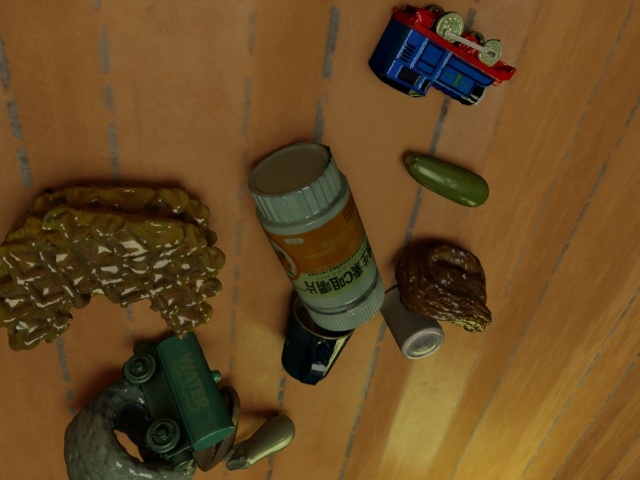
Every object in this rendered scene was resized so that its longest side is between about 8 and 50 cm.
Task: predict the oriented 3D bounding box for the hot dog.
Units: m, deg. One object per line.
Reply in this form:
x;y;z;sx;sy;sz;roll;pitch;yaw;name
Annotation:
0.280;0.099;1.031;0.259;0.175;0.114;19;139;-34;hot dog

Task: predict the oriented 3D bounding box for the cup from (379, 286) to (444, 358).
0.211;0.174;1.071;0.136;0.133;0.099;0;127;-20;cup

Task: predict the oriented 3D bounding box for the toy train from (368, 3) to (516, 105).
0.189;-0.278;0.771;0.204;0.083;0.131;16;117;-28;toy train

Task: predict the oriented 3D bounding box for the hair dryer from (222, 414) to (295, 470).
-0.194;0.500;1.164;0.237;0.075;0.206;-32;168;28;hair dryer

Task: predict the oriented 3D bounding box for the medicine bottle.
0.000;0.000;0.850;0.158;0.158;0.318;-25;128;-2;medicine bottle

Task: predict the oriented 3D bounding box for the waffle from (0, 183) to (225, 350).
-0.319;0.044;0.768;0.324;0.151;0.261;-4;121;-22;waffle

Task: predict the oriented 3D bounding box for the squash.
0.237;-0.114;0.921;0.201;0.066;0.066;20;115;-28;squash

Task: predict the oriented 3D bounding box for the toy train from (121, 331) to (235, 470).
-0.258;0.281;0.911;0.159;0.248;0.101;-23;150;-19;toy train

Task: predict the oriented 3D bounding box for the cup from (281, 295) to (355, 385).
-0.012;0.212;0.996;0.131;0.176;0.155;15;126;-6;cup

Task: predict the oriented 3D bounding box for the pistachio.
-0.238;0.399;1.066;0.129;0.131;0.206;1;122;-32;pistachio

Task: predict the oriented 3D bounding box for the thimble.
-0.364;0.403;0.953;0.250;0.205;0.172;46;111;1;thimble
